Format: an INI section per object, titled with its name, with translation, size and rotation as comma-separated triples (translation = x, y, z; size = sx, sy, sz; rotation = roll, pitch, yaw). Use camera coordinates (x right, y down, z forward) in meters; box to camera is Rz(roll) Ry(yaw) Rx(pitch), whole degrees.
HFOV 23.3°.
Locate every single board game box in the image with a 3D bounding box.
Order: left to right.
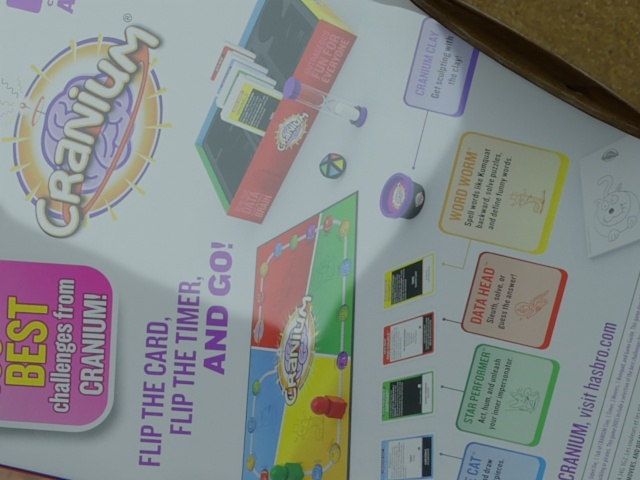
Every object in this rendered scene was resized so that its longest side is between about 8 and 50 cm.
[board game box]
translation = 0.000, 0.000, 0.654
size = 0.316, 0.064, 0.242
rotation = 14, 99, -3

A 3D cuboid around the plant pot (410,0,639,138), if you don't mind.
[plant pot]
translation = 0.140, -0.168, 0.531
size = 0.237, 0.237, 0.254
rotation = 31, 93, 4
